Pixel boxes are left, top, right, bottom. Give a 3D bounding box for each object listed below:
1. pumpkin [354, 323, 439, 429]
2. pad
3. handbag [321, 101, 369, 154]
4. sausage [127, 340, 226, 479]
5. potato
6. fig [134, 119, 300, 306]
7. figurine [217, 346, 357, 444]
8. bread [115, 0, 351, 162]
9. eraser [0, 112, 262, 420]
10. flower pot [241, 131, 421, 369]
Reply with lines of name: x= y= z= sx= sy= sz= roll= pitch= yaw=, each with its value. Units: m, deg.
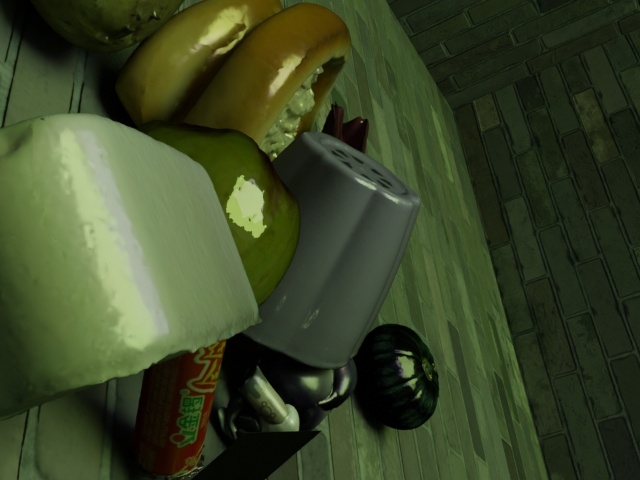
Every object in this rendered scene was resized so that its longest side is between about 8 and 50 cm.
pumpkin: x=0.146 y=0.248 z=1.485 sx=0.202 sy=0.140 sz=0.202 roll=47 pitch=31 yaw=-40
pad: x=-0.083 y=0.256 z=0.924 sx=0.004 sy=0.127 sz=0.190 roll=53 pitch=13 yaw=24
handbag: x=0.009 y=-0.088 z=1.306 sx=0.074 sy=0.216 sz=0.203 roll=21 pitch=34 yaw=-10
sausage: x=-0.133 y=0.118 z=0.776 sx=0.083 sy=0.083 sz=0.264 roll=-77 pitch=-178 yaw=-58
potato: x=-0.261 y=-0.396 z=0.993 sx=0.270 sy=0.219 sz=0.359 roll=46 pitch=34 yaw=-33
fig: x=-0.157 y=0.000 z=0.878 sx=0.271 sy=0.239 sz=0.239 roll=-51 pitch=122 yaw=-32
figurine: x=-0.037 y=0.198 z=1.071 sx=0.145 sy=0.145 sz=0.222 roll=65 pitch=25 yaw=-9
bread: x=-0.115 y=-0.206 z=1.198 sx=0.424 sy=0.245 sz=0.329 roll=-52 pitch=160 yaw=-61
eraser: x=-0.173 y=0.032 z=0.566 sx=0.331 sy=0.331 sz=0.150 roll=-6 pitch=75 yaw=-69
flower pot: x=0.000 y=0.000 z=1.080 sx=0.265 sy=0.243 sz=0.265 roll=32 pitch=14 yaw=-9
